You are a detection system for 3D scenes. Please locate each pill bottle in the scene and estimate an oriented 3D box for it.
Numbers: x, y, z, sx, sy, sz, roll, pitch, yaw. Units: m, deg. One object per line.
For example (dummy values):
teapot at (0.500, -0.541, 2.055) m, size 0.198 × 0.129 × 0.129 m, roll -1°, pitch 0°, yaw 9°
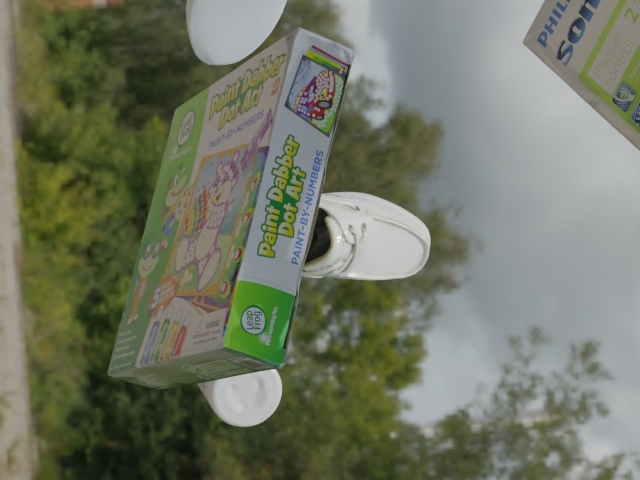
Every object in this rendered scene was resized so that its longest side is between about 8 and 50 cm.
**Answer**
pill bottle at (-0.081, 0.122, 1.262) m, size 0.120 × 0.067 × 0.067 m, roll -143°, pitch -131°, yaw -70°

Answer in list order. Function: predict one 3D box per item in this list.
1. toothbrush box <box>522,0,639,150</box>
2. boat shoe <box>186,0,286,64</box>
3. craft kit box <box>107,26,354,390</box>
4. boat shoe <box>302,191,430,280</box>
toothbrush box at (0.278, -0.122, 0.789) m, size 0.283 × 0.122 × 0.206 m, roll 55°, pitch -51°, yaw 42°
boat shoe at (-0.094, -0.328, 1.449) m, size 0.301 × 0.108 × 0.102 m, roll 100°, pitch -27°, yaw -43°
craft kit box at (-0.075, -0.014, 1.071) m, size 0.250 × 0.061 × 0.246 m, roll -21°, pitch -129°, yaw 61°
boat shoe at (0.000, 0.000, 1.422) m, size 0.096 × 0.277 × 0.098 m, roll 48°, pitch -56°, yaw 61°
